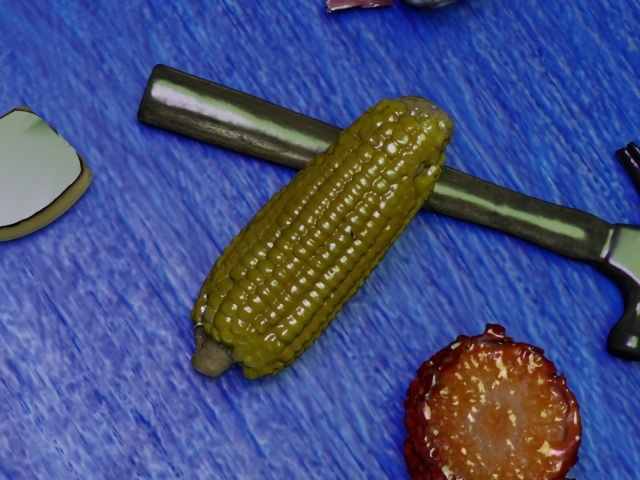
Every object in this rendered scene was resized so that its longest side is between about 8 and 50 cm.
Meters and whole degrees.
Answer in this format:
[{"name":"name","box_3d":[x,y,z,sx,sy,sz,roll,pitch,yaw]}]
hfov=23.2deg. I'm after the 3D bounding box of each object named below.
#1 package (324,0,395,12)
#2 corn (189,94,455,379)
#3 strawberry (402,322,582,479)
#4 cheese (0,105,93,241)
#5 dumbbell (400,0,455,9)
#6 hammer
[{"name":"package","box_3d":[0.022,-0.222,1.251,0.059,0.029,0.083,-10,75,-17]},{"name":"corn","box_3d":[0.000,0.000,1.140,0.097,0.097,0.261,43,93,2]},{"name":"strawberry","box_3d":[0.123,0.139,1.156,0.145,0.086,0.145,2,79,-9]},{"name":"cheese","box_3d":[-0.251,-0.022,1.155,0.086,0.036,0.162,45,74,-1]},{"name":"dumbbell","box_3d":[0.051,-0.278,1.184,0.254,0.110,0.110,44,71,-32]},{"name":"hammer","box_3d":[0.072,-0.045,1.211,0.440,0.044,0.168,17,76,-6]}]
